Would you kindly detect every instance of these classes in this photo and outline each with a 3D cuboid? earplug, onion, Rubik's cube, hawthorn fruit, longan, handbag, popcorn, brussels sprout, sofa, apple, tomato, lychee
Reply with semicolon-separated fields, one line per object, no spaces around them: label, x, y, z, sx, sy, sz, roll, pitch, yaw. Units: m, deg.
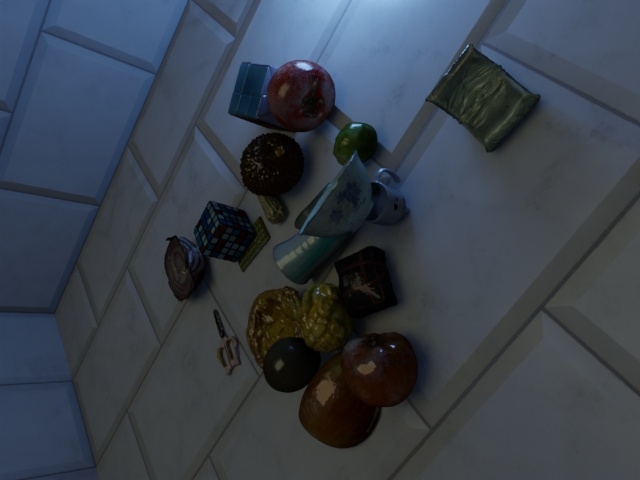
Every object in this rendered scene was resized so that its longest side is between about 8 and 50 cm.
earplug;0.000;0.000;1.898;0.324;0.185;0.185;-39;56;24
onion;-0.659;0.141;2.549;0.314;0.146;0.280;58;136;24
Rubik's cube;-0.217;-0.596;2.172;0.225;0.221;0.231;22;98;46
hawthorn fruit;0.192;0.396;1.594;0.235;0.263;0.231;-23;28;28
longan;-0.101;0.420;1.767;0.198;0.212;0.198;11;112;29
handbag;0.150;0.136;1.712;0.169;0.155;0.215;-28;62;29
popcorn;0.016;0.256;1.760;0.190;0.250;0.250;-31;60;18
brussels sprout;0.123;-0.336;1.831;0.161;0.144;0.181;-55;3;-12
Rubik's cube;-0.427;-0.038;2.291;0.184;0.187;0.182;-57;41;23
sofa;0.464;-0.403;1.482;0.210;0.176;0.225;-49;51;27
apple;0.068;0.537;1.744;0.179;0.254;0.346;-85;18;-78
tomato;-0.078;-0.560;1.996;0.227;0.270;0.270;46;114;47
lychee;-0.198;-0.296;2.090;0.268;0.268;0.267;-10;75;44

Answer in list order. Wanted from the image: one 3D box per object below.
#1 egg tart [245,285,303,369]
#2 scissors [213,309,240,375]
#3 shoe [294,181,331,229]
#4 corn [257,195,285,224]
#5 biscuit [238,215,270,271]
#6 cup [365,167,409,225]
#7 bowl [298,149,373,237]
egg tart;-0.144;0.346;1.990;0.341;0.129;0.341;-10;75;42
scissors;-0.438;0.444;2.340;0.160;0.024;0.317;-48;52;29
shoe;-0.004;-0.111;1.966;0.100;0.103;0.251;42;130;3
corn;-0.214;-0.155;2.191;0.087;0.087;0.211;-53;46;25
biscuit;-0.306;0.017;2.295;0.231;0.016;0.139;-48;51;28
cup;0.207;-0.133;1.714;0.134;0.142;0.173;-32;62;38
bowl;0.075;-0.109;1.612;0.146;0.313;0.313;35;114;-4
